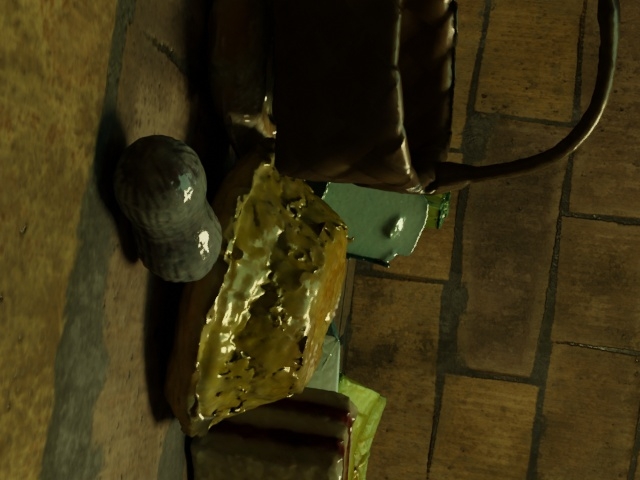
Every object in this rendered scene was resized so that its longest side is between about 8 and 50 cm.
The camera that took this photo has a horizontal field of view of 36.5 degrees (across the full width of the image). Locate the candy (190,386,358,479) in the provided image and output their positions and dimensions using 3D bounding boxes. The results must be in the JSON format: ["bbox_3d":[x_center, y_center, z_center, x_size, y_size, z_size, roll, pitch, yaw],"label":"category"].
[{"bbox_3d":[-0.056,0.317,1.196,0.135,0.180,0.320,-74,169,-50],"label":"candy"}]

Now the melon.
[{"bbox_3d":[0.023,0.442,1.953,0.331,0.226,0.343,125,-13,-79],"label":"melon"}]

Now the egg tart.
[{"bbox_3d":[-0.053,0.057,1.011,0.341,0.132,0.341,16,90,-82],"label":"egg tart"}]

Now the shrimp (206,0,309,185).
[{"bbox_3d":[-0.051,-0.163,1.099,0.445,0.110,0.221,74,29,-65],"label":"shrimp"}]

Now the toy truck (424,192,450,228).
[{"bbox_3d":[0.049,-0.058,1.347,0.128,0.260,0.135,88,11,-57],"label":"toy truck"}]

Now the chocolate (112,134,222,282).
[{"bbox_3d":[-0.117,-0.020,0.761,0.167,0.072,0.072,88,11,-59],"label":"chocolate"}]

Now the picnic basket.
[{"bbox_3d":[0.135,-0.188,0.966,0.337,0.337,0.292,-66,155,-69],"label":"picnic basket"}]

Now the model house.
[{"bbox_3d":[0.041,-0.053,1.211,0.148,0.148,0.119,-130,-126,-64],"label":"model house"}]

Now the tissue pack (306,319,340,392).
[{"bbox_3d":[-0.029,0.170,1.499,0.263,0.089,0.177,-111,-155,-69],"label":"tissue pack"}]
